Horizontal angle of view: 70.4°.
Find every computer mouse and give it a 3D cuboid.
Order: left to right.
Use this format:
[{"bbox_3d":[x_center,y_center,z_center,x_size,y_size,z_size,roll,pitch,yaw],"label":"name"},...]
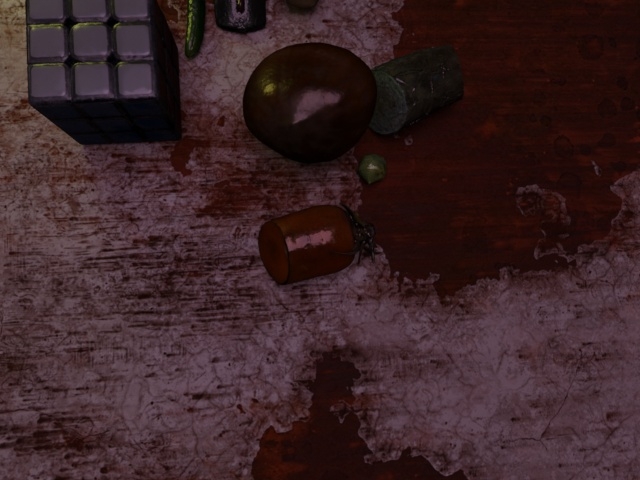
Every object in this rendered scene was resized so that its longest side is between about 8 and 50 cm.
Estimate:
[{"bbox_3d":[-0.250,-0.785,1.379,0.168,0.087,0.295,-6,86,-10],"label":"computer mouse"}]

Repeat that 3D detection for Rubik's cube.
[{"bbox_3d":[-0.550,-0.445,1.198,0.301,0.305,0.304,-4,82,-7],"label":"Rubik's cube"}]

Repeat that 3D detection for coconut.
[{"bbox_3d":[0.155,-0.212,1.354,0.088,0.088,0.096,12,77,-4],"label":"coconut"}]

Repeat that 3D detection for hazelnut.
[{"bbox_3d":[-0.024,-0.365,1.224,0.366,0.366,0.366,1,83,-6],"label":"hazelnut"}]

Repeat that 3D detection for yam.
[{"bbox_3d":[0.290,-0.448,1.341,0.271,0.201,0.202,-30,126,-22],"label":"yam"}]

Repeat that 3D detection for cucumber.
[{"bbox_3d":[-0.377,-0.670,1.368,0.056,0.056,0.250,3,85,-6],"label":"cucumber"}]

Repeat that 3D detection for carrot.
[{"bbox_3d":[0.000,0.000,1.250,0.331,0.214,0.193,-13,86,-11],"label":"carrot"}]

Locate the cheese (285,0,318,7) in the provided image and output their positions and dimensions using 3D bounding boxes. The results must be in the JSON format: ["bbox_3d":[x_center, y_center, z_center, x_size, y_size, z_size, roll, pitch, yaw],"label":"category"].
[{"bbox_3d":[-0.064,-0.822,1.349,0.117,0.235,0.218,-5,43,3],"label":"cheese"}]
